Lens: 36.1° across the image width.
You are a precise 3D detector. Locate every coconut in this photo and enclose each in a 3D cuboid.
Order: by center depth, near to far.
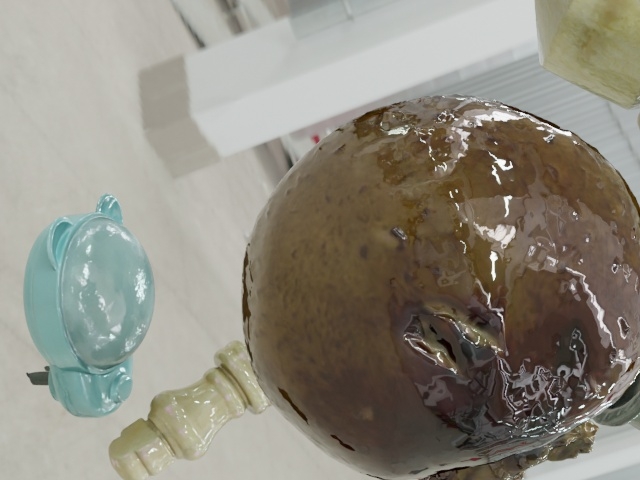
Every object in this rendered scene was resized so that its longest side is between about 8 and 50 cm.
[{"bbox_3d":[0.476,-0.364,1.511,0.323,0.323,0.323,-20,90,-81],"label":"coconut"}]

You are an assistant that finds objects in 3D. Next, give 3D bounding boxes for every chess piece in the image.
[{"bbox_3d":[-0.102,0.185,1.296,0.117,0.397,0.117,46,-21,23],"label":"chess piece"}]

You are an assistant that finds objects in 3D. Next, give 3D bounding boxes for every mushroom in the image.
[{"bbox_3d":[0.128,0.051,0.851,0.356,0.331,0.334,9,55,-59],"label":"mushroom"}]

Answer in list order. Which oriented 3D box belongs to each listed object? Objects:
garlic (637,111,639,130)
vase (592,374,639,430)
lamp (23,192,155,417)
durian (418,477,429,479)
[{"bbox_3d":[0.711,-0.260,1.783,0.143,0.318,0.112,13,-63,55],"label":"garlic"},{"bbox_3d":[0.634,0.268,1.647,0.291,0.245,0.245,30,18,-8],"label":"vase"},{"bbox_3d":[-0.297,0.094,1.273,0.209,0.147,0.284,-41,146,-66],"label":"lamp"},{"bbox_3d":[0.262,0.513,2.112,0.186,0.108,0.119,43,5,19],"label":"durian"}]
